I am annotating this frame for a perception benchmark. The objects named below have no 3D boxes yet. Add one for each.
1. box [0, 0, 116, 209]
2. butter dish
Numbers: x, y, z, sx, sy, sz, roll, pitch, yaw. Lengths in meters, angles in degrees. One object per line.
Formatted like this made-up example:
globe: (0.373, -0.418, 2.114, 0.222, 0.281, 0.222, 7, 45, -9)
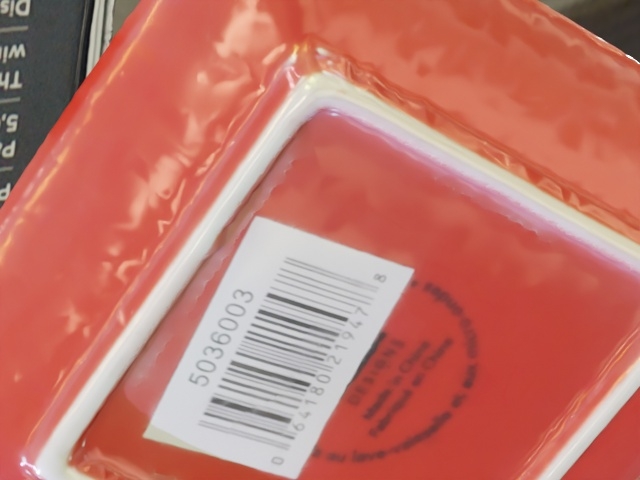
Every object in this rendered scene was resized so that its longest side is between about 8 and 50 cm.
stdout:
box: (-0.342, -0.042, 0.806, 0.297, 0.480, 0.472, -11, 124, -34)
butter dish: (0.000, 0.000, 0.407, 0.160, 0.118, 0.160, 26, 112, -26)
